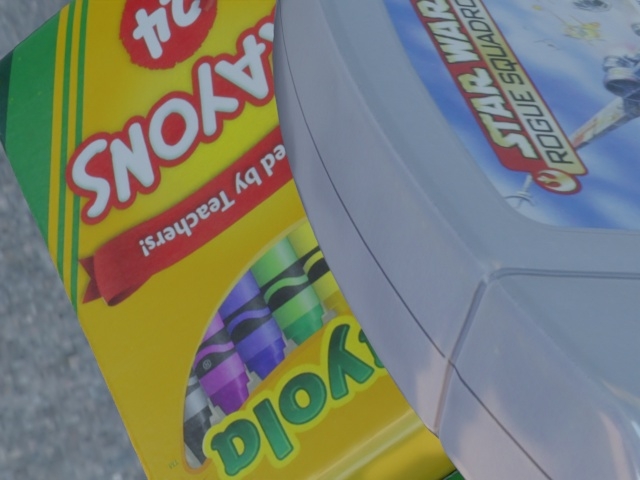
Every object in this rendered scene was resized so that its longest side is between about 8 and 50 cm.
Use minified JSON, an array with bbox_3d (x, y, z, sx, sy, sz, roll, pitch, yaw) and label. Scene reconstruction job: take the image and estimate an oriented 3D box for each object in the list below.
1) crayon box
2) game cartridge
[{"bbox_3d":[0.000,0.000,0.761,0.202,0.318,0.081,-37,150,15],"label":"crayon box"},{"bbox_3d":[0.093,-0.021,0.480,0.198,0.297,0.062,6,123,-20],"label":"game cartridge"}]
